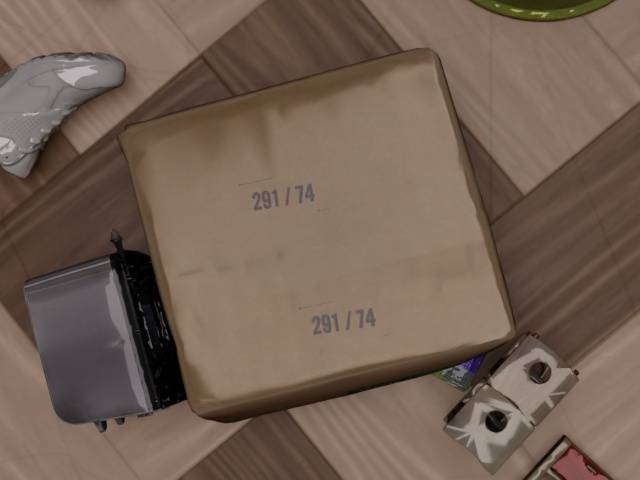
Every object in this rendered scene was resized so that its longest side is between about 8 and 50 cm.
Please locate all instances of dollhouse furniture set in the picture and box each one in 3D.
[{"bbox_3d":[0.232,0.196,1.381,0.184,0.129,0.129,42,92,6],"label":"dollhouse furniture set"}]

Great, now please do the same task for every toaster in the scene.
[{"bbox_3d":[-0.208,0.092,1.403,0.110,0.168,0.185,-15,87,5],"label":"toaster"}]

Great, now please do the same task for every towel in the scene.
[{"bbox_3d":[0.144,0.108,1.452,0.060,0.009,0.083,27,90,4],"label":"towel"}]

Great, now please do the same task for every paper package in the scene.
[{"bbox_3d":[0.000,0.000,1.386,0.325,0.168,0.309,-15,85,4],"label":"paper package"}]

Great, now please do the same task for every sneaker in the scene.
[{"bbox_3d":[-0.303,-0.127,1.469,0.232,0.090,0.115,-16,93,13],"label":"sneaker"}]

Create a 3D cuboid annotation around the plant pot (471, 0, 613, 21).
[{"bbox_3d":[0.223,-0.370,1.340,0.276,0.254,0.276,0,88,4],"label":"plant pot"}]
